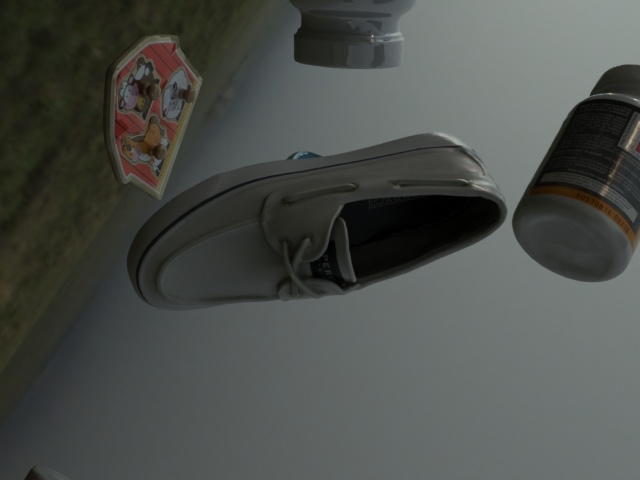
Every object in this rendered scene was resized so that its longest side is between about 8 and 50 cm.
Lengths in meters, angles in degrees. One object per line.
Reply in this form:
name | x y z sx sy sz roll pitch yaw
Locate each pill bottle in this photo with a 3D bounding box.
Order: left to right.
pill bottle | 0.051 -0.450 1.430 0.210 0.210 0.363 -92 -175 -73
pill bottle | 0.382 -0.095 1.275 0.278 0.162 0.162 -56 -171 -24

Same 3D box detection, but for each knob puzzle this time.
knob puzzle | -0.196 -0.155 1.122 0.213 0.030 0.213 14 90 -71

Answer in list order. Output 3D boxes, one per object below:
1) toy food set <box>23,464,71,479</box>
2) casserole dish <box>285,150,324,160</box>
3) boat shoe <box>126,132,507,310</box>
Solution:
toy food set | -0.135 0.115 0.369 0.104 0.232 0.111 -58 -170 -8
casserole dish | -0.008 -0.061 1.172 0.188 0.114 0.037 -65 176 -60
boat shoe | 0.000 0.000 0.664 0.088 0.267 0.096 -119 -160 -56
